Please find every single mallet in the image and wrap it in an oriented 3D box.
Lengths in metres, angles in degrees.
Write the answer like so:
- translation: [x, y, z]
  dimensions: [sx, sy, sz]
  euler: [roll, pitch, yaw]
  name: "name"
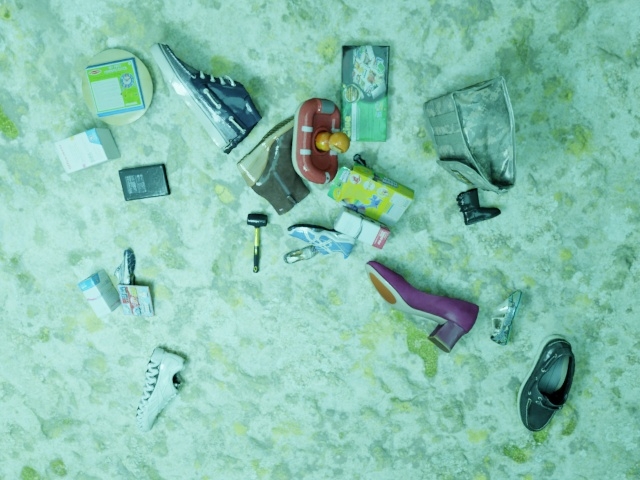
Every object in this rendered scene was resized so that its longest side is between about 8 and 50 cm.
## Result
- translation: [-0.186, 0.009, 1.440]
  dimensions: [0.062, 0.039, 0.190]
  euler: [-2, 108, 4]
  name: "mallet"

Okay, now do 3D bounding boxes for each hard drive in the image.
- translation: [-0.522, -0.172, 1.402]
  dimensions: [0.135, 0.022, 0.094]
  euler: [-7, 103, 2]
  name: "hard drive"

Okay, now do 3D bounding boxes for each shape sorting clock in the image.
- translation: [-0.572, -0.430, 1.331]
  dimensions: [0.205, 0.040, 0.207]
  euler: [1, 104, 4]
  name: "shape sorting clock"

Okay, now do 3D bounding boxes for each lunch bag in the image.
- translation: [0.406, -0.263, 1.266]
  dimensions: [0.168, 0.235, 0.287]
  euler: [-20, 102, -1]
  name: "lunch bag"

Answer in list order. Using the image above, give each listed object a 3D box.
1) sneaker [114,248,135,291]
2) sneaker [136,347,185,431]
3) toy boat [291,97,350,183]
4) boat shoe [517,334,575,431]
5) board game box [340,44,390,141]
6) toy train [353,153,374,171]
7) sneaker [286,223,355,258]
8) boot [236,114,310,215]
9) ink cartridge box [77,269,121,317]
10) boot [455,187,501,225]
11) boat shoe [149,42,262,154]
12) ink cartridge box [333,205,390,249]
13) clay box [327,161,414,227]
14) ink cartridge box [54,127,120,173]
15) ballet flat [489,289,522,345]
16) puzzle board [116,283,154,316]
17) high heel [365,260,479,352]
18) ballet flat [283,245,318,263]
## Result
- translation: [-0.607, 0.092, 1.453]
  dimensions: [0.057, 0.052, 0.136]
  euler: [8, 103, 3]
  name: "sneaker"
- translation: [-0.517, 0.494, 1.526]
  dimensions: [0.118, 0.110, 0.293]
  euler: [15, 104, -12]
  name: "sneaker"
- translation: [0.017, -0.268, 1.293]
  dimensions: [0.151, 0.150, 0.232]
  euler: [18, 110, 42]
  name: "toy boat"
- translation: [0.730, 0.478, 1.504]
  dimensions: [0.127, 0.113, 0.341]
  euler: [15, 103, -4]
  name: "boat shoe"
- translation: [0.124, -0.413, 1.339]
  dimensions: [0.136, 0.030, 0.260]
  euler: [1, 103, -2]
  name: "board game box"
- translation: [0.154, -0.193, 1.386]
  dimensions: [0.027, 0.036, 0.158]
  euler: [-43, 100, 10]
  name: "toy train"
- translation: [0.000, 0.000, 1.411]
  dimensions: [0.210, 0.080, 0.081]
  euler: [12, 100, -1]
  name: "sneaker"
- translation: [-0.096, -0.218, 1.375]
  dimensions: [0.248, 0.090, 0.207]
  euler: [-41, 114, 5]
  name: "boot"
- translation: [-0.673, 0.163, 1.449]
  dimensions: [0.052, 0.088, 0.123]
  euler: [-25, 102, 6]
  name: "ink cartridge box"
- translation: [0.467, -0.106, 1.403]
  dimensions: [0.121, 0.045, 0.099]
  euler: [-18, 99, 5]
  name: "boot"
- translation: [-0.303, -0.420, 1.302]
  dimensions: [0.158, 0.127, 0.341]
  euler: [-36, 109, 2]
  name: "boat shoe"
- translation: [0.120, -0.040, 1.385]
  dimensions: [0.150, 0.109, 0.063]
  euler: [24, 103, -5]
  name: "ink cartridge box"
- translation: [0.143, -0.136, 1.365]
  dimensions: [0.221, 0.053, 0.128]
  euler: [26, 135, -5]
  name: "clay box"
- translation: [-0.670, -0.255, 1.349]
  dimensions: [0.143, 0.090, 0.092]
  euler: [-17, 103, 5]
  name: "ink cartridge box"
- translation: [0.575, 0.238, 1.476]
  dimensions: [0.070, 0.070, 0.189]
  euler: [12, 100, -2]
  name: "ballet flat"
- translation: [-0.575, 0.190, 1.471]
  dimensions: [0.096, 0.011, 0.128]
  euler: [5, 127, -1]
  name: "puzzle board"
- translation: [0.312, 0.157, 1.457]
  dimensions: [0.377, 0.127, 0.181]
  euler: [45, 71, -5]
  name: "high heel"
- translation: [-0.059, 0.047, 1.444]
  dimensions: [0.114, 0.041, 0.041]
  euler: [-17, 103, 4]
  name: "ballet flat"
